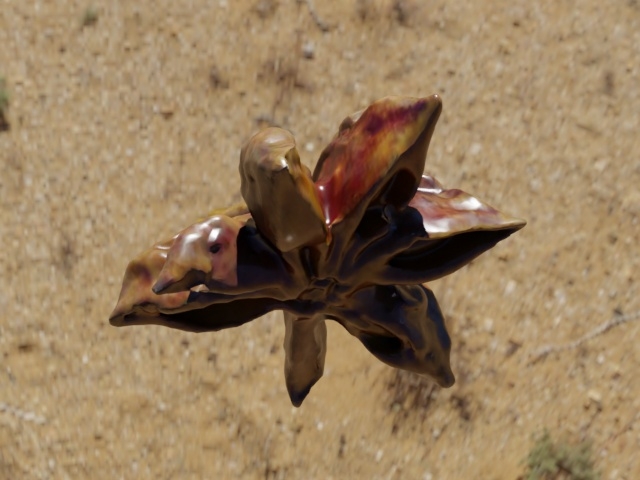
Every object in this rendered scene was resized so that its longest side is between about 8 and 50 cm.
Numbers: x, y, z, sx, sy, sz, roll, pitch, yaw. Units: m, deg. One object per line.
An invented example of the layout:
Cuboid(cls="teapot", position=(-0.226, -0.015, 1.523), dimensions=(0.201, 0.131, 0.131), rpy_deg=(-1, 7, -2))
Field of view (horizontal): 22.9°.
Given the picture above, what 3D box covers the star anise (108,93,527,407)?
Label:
Cuboid(cls="star anise", position=(0.001, 0.000, 0.847), dimensions=(0.212, 0.196, 0.111), rpy_deg=(9, 54, -6))
